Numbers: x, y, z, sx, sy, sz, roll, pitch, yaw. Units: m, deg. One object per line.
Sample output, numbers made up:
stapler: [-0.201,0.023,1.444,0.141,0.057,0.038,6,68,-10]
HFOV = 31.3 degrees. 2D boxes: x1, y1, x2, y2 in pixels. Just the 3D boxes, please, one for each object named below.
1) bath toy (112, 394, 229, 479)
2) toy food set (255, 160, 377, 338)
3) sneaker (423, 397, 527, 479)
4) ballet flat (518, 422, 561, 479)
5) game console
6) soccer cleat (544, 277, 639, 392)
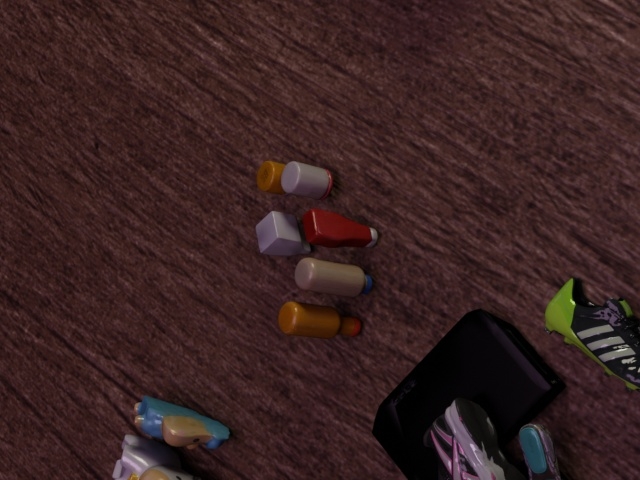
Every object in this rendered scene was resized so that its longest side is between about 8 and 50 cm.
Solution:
bath toy: [-0.232,0.387,1.513,0.129,0.151,0.348,18,102,-12]
toy food set: [0.000,0.000,1.393,0.111,0.104,0.232,-42,50,40]
sneaker: [0.171,0.263,1.233,0.077,0.072,0.178,-42,57,31]
ballet flat: [0.239,0.247,1.200,0.041,0.041,0.114,-15,82,32]
game console: [0.226,0.265,1.254,0.361,0.044,0.213,50,115,23]
soccer cleat: [0.314,0.104,1.189,0.179,0.060,0.072,36,107,31]
